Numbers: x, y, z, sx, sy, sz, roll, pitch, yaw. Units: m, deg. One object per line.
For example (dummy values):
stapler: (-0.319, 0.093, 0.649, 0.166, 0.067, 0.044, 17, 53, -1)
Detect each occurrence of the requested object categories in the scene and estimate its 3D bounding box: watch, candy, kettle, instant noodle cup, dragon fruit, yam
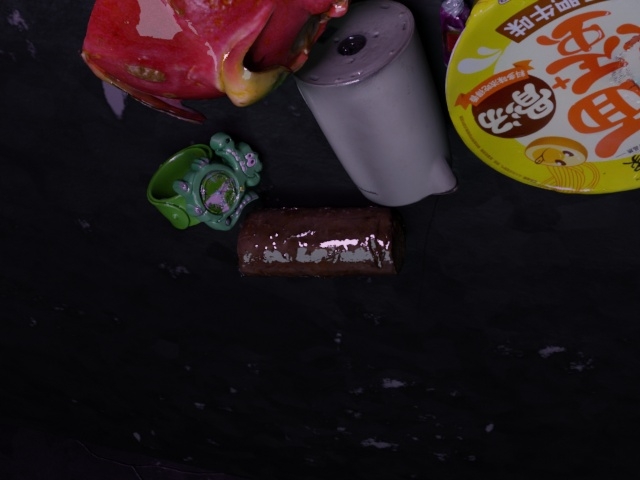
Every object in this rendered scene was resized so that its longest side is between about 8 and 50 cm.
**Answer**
watch: (-0.193, -0.096, 1.258, 0.152, 0.165, 0.131, 13, 153, 47)
candy: (0.175, -0.262, 0.971, 0.045, 0.043, 0.175, 11, 144, 23)
kettle: (0.063, -0.181, 1.042, 0.240, 0.165, 0.255, 25, 159, 40)
instant noodle cup: (0.287, -0.232, 0.812, 0.311, 0.222, 0.311, 6, 142, 5)
dragon fruit: (-0.097, -0.267, 0.854, 0.225, 0.306, 0.305, 29, 141, -10)
yam: (0.000, 0.001, 1.302, 0.279, 0.131, 0.131, -1, 140, 15)
